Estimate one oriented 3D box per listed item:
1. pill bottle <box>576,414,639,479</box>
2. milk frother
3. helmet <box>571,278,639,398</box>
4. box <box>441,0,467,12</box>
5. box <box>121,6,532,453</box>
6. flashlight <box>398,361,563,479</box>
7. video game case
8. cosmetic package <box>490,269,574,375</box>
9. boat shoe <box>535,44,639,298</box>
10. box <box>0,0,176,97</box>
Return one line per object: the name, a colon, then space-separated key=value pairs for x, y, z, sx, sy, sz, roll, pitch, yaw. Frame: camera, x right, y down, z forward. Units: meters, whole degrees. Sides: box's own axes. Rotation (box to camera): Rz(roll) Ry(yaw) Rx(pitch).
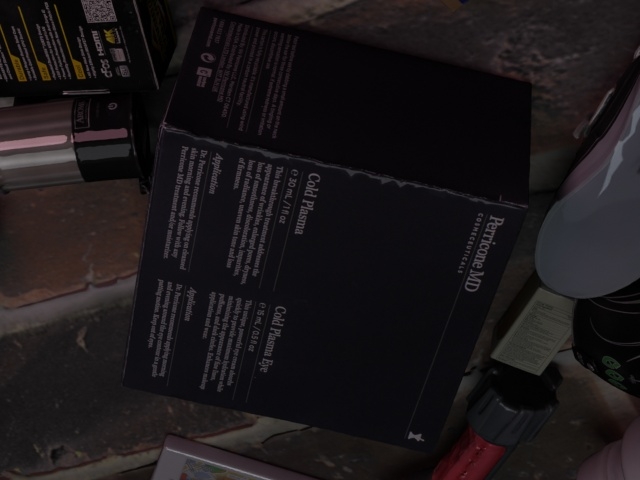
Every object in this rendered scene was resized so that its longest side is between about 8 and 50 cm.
pill bottle: x=0.410 y=0.223 z=1.547 sx=0.160 sy=0.160 sz=0.283 roll=37 pitch=129 yaw=-22
milk frother: x=-0.222 y=-0.078 z=1.411 sx=0.134 sy=0.129 sz=0.143 roll=-6 pitch=125 yaw=4
helmet: x=0.335 y=0.072 z=1.430 sx=0.161 sy=0.169 sz=0.169 roll=8 pitch=137 yaw=33
box: x=0.143 y=-0.293 z=1.210 sx=0.136 sy=0.036 sz=0.225 roll=39 pitch=126 yaw=-23
box: x=0.000 y=0.000 z=1.407 sx=0.312 sy=0.179 sz=0.343 roll=14 pitch=134 yaw=-2
flashlight: x=0.150 y=0.246 z=1.661 sx=0.103 sy=0.103 sz=0.304 roll=22 pitch=134 yaw=-6
video game case: x=-0.102 y=0.335 z=1.841 sx=0.227 sy=0.026 sz=0.206 roll=17 pitch=133 yaw=-6
cosmetic package: x=0.222 y=0.080 z=1.532 sx=0.060 sy=0.041 sz=0.115 roll=22 pitch=132 yaw=-9
boat shoe: x=0.277 y=-0.084 z=1.329 sx=0.113 sy=0.105 sz=0.306 roll=17 pitch=127 yaw=0
box: x=-0.282 y=-0.268 z=1.287 sx=0.257 sy=0.079 sz=0.322 roll=0 pitch=132 yaw=14
